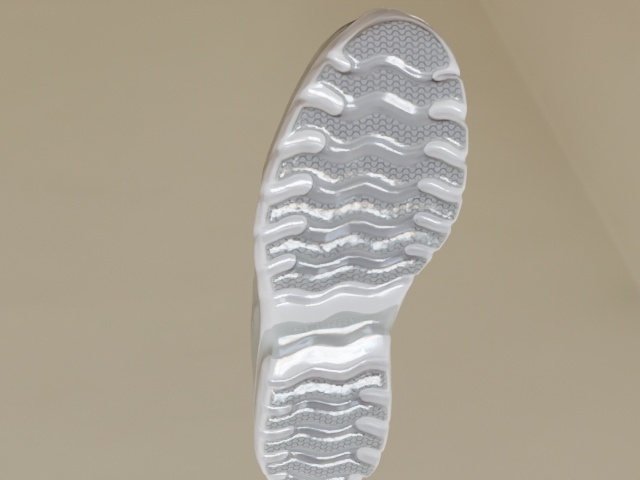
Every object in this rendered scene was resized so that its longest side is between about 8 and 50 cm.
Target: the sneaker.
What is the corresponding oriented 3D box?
[{"bbox_3d":[0.000,0.000,0.707,0.105,0.281,0.115,5,-151,-16],"label":"sneaker"}]
